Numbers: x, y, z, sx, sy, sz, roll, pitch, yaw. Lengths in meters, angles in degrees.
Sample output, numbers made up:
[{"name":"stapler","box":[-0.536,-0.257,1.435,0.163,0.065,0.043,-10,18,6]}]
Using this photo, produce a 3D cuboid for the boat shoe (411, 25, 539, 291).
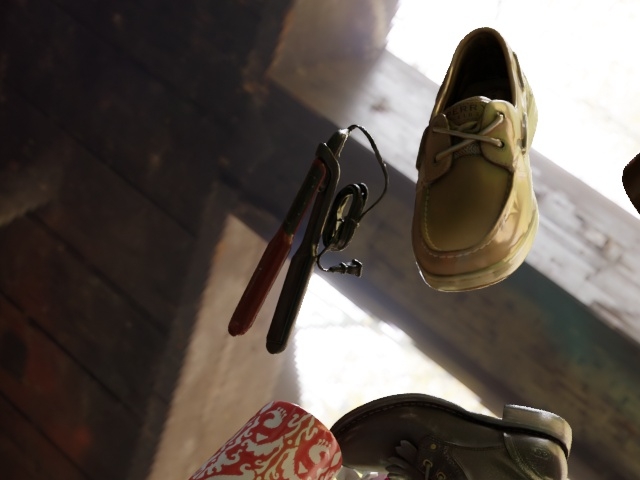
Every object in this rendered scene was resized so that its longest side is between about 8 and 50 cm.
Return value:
[{"name":"boat shoe","box":[0.142,-0.084,1.490,0.341,0.122,0.110,-78,-26,-52]}]

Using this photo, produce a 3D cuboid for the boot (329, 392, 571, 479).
[{"name":"boot","box":[0.124,0.258,1.440,0.229,0.263,0.091,-80,-15,-46]}]

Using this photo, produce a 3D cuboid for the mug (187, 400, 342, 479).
[{"name":"mug","box":[-0.061,0.242,1.367,0.169,0.113,0.150,-46,-45,-39]}]

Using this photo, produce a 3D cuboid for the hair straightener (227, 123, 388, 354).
[{"name":"hair straightener","box":[0.000,0.000,1.407,0.089,0.047,0.230,30,-107,-22]}]

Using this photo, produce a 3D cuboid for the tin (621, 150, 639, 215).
[{"name":"tin","box":[0.279,0.009,1.045,0.040,0.189,0.106,-47,-7,28]}]

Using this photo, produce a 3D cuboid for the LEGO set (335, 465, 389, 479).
[{"name":"LEGO set","box":[-0.007,0.354,1.615,0.132,0.107,0.287,-1,-55,-33]}]
